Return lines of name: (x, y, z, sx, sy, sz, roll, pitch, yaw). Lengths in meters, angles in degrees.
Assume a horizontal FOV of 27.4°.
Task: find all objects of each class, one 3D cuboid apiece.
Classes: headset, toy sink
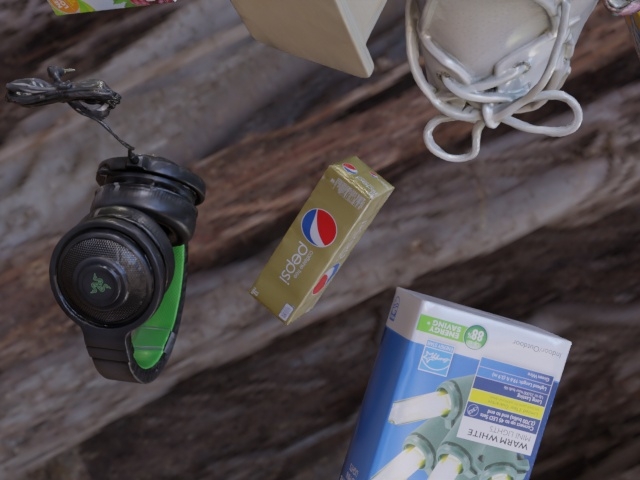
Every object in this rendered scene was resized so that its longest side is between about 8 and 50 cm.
headset: (-0.241, -0.014, 1.494, 0.243, 0.185, 0.394, -73, 166, -47)
toy sink: (-0.007, -0.291, 1.357, 0.153, 0.131, 0.234, 22, -12, 20)

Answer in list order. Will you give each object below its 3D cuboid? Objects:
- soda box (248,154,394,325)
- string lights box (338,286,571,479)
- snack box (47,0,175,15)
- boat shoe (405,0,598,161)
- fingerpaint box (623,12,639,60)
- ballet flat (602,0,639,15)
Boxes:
soda box: (0.000, 0.000, 1.375, 0.058, 0.181, 0.061, 41, 29, 12)
string lights box: (0.093, 0.182, 1.054, 0.077, 0.133, 0.259, -156, -98, -75)
snack box: (-0.149, -0.204, 0.785, 0.037, 0.100, 0.141, -61, 137, -34)
boat shoe: (0.119, -0.130, 0.914, 0.367, 0.136, 0.156, -7, 106, -81)
fingerpaint box: (0.583, -0.169, 1.837, 0.445, 0.163, 0.371, 50, 17, -51)
ballet flat: (0.325, -0.310, 1.239, 0.077, 0.221, 0.079, 25, 29, 8)
